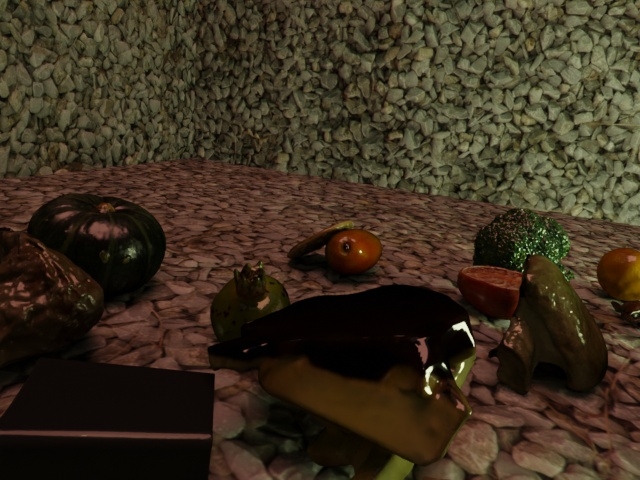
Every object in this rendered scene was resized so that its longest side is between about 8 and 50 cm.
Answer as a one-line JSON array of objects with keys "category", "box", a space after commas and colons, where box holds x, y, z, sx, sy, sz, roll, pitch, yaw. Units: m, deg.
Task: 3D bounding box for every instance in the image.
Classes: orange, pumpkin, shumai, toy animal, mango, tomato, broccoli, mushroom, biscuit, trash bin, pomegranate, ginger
[{"category": "orange", "box": [0.865, 0.100, 1.419, 0.136, 0.159, 0.159, -35, 25, -7]}, {"category": "pumpkin", "box": [-0.505, 0.013, 1.141, 0.300, 0.207, 0.300, 19, 13, -5]}, {"category": "shumai", "box": [-0.539, 0.144, 0.825, 0.345, 0.217, 0.283, 1, 44, 24]}, {"category": "toy animal", "box": [0.882, 0.177, 1.262, 0.243, 0.087, 0.260, 13, 20, 19]}, {"category": "mango", "box": [0.103, 0.027, 1.426, 0.146, 0.129, 0.289, -16, 1, 25]}, {"category": "tomato", "box": [0.459, 0.135, 1.246, 0.236, 0.095, 0.237, 5, 11, -1]}, {"category": "broccoli", "box": [0.575, 0.042, 1.436, 0.269, 0.262, 0.241, -28, -26, 23]}, {"category": "mushroom", "box": [0.451, 0.150, 0.957, 0.212, 0.218, 0.292, 21, 21, 35]}, {"category": "biscuit", "box": [-0.001, -0.001, 1.465, 0.219, 0.033, 0.220, -27, -8, -4]}, {"category": "trash bin", "box": [-0.247, 0.231, 0.611, 0.225, 0.115, 0.165, 4, 16, -12]}, {"category": "pomegranate", "box": [-0.123, 0.120, 0.910, 0.159, 0.205, 0.159, 3, 45, -3]}, {"category": "ginger", "box": [0.046, 0.207, 0.728, 0.358, 0.211, 0.413, -6, 5, 7]}]

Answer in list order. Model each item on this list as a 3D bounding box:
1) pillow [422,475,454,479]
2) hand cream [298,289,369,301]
[{"category": "pillow", "box": [0.235, 0.328, 0.573, 0.232, 0.043, 0.126, 5, 10, 7]}, {"category": "hand cream", "box": [0.089, 0.144, 1.162, 0.275, 0.059, 0.095, -2, 18, -8]}]
